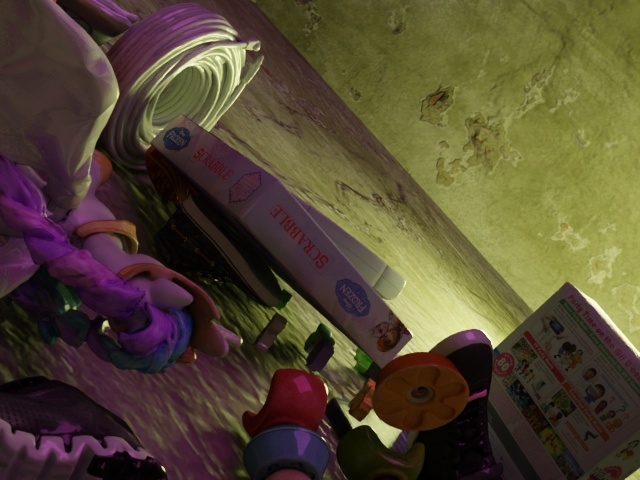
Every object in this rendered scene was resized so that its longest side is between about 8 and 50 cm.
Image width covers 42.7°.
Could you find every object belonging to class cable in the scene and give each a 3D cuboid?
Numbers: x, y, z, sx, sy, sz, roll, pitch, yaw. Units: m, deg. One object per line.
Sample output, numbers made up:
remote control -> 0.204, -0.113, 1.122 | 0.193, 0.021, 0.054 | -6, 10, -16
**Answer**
cable -> -0.220, -0.220, 1.177 | 0.089, 0.257, 0.257 | 43, 16, 17

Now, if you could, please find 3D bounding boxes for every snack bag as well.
snack bag -> -0.441, -0.365, 1.112 | 0.342, 0.037, 0.323 | 30, -10, -27

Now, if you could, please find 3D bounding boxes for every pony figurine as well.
pony figurine -> -0.255, -0.039, 0.672 | 0.351, 0.303, 0.363 | 33, 2, -41

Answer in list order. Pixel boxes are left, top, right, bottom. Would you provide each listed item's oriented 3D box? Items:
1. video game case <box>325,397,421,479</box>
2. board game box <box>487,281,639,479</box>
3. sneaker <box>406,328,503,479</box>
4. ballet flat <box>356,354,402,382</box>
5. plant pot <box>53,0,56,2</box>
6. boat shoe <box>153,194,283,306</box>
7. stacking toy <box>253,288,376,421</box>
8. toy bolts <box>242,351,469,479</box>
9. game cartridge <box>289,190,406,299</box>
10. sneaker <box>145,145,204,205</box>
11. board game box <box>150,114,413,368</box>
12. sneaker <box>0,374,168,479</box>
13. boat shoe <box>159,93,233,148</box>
video game case -> 0.134, 0.314, 1.106 | 0.274, 0.026, 0.196 | 27, 23, -48
board game box -> 0.292, 0.240, 1.078 | 0.097, 0.303, 0.224 | 31, 21, -39
sneaker -> 0.174, 0.232, 0.959 | 0.296, 0.104, 0.147 | 92, -21, -47
ballet flat -> 0.146, 0.226, 1.274 | 0.203, 0.074, 0.074 | 37, 17, -24
plant pot -> -0.404, -0.255, 0.850 | 0.275, 0.275, 0.243 | 30, 31, -39
boat shoe -> -0.133, 0.032, 1.064 | 0.183, 0.083, 0.065 | 48, 14, 8
stacking toy -> -0.004, 0.149, 1.116 | 0.167, 0.052, 0.221 | 37, 7, -5
toy bolts -> 0.039, 0.225, 0.826 | 0.228, 0.218, 0.158 | 19, 33, -17
game cartridge -> 0.000, 0.000, 1.393 | 0.297, 0.062, 0.198 | 37, -3, -23
sneaker -> -0.205, -0.086, 1.220 | 0.175, 0.064, 0.067 | 51, 8, -46
board game box -> -0.056, -0.005, 1.096 | 0.319, 0.066, 0.318 | 49, -7, -37
sneaker -> -0.227, 0.138, 0.585 | 0.234, 0.078, 0.106 | 25, 9, -32
boat shoe -> -0.227, -0.162, 1.352 | 0.223, 0.080, 0.073 | 41, 21, 10
